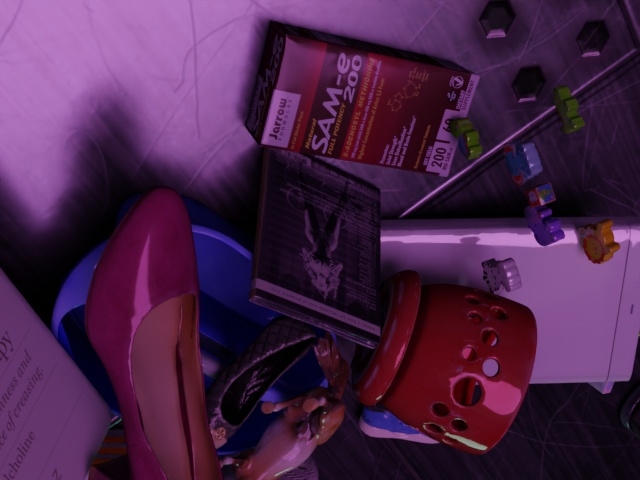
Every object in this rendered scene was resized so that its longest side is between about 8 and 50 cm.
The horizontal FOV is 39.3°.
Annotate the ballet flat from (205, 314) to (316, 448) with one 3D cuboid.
[{"bbox_3d":[-0.072,0.150,0.944,0.173,0.049,0.057,-52,132,-13],"label":"ballet flat"}]

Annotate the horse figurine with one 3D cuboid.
[{"bbox_3d":[-0.045,0.219,0.987,0.263,0.066,0.174,-48,160,7],"label":"horse figurine"}]

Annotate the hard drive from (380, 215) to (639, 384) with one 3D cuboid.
[{"bbox_3d":[0.242,0.082,1.171,0.353,0.047,0.232,-1,115,-2],"label":"hard drive"}]

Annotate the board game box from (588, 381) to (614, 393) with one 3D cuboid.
[{"bbox_3d":[0.392,0.158,1.284,0.020,0.090,0.090,-1,116,-35],"label":"board game box"}]

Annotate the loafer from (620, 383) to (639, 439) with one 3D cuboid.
[{"bbox_3d":[0.595,0.199,1.371,0.109,0.095,0.302,34,100,-29],"label":"loafer"}]

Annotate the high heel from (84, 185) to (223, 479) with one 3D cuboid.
[{"bbox_3d":[-0.123,0.145,0.842,0.127,0.181,0.377,-19,121,-53],"label":"high heel"}]

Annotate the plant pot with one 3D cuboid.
[{"bbox_3d":[0.138,0.140,1.064,0.174,0.191,0.191,19,108,-7],"label":"plant pot"}]

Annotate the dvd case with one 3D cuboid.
[{"bbox_3d":[0.000,0.000,1.018,0.165,0.221,0.018,24,139,-27],"label":"dvd case"}]

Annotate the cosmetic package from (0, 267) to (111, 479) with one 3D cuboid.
[{"bbox_3d":[-0.464,0.173,0.800,0.328,0.329,0.393,-15,123,20],"label":"cosmetic package"}]

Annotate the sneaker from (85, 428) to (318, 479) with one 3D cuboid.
[{"bbox_3d":[-0.170,0.342,1.174,0.321,0.124,0.180,6,117,-10],"label":"sneaker"}]

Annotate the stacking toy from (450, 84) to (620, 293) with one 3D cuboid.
[{"bbox_3d":[0.250,-0.058,1.058,0.167,0.052,0.221,-18,92,-23],"label":"stacking toy"}]

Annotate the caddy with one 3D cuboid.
[{"bbox_3d":[-0.142,0.104,1.024,0.341,0.179,0.241,36,98,-29],"label":"caddy"}]

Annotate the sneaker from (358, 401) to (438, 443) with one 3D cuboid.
[{"bbox_3d":[0.135,0.233,1.249,0.152,0.058,0.084,7,120,-15],"label":"sneaker"}]

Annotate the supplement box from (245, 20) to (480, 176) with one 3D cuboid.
[{"bbox_3d":[0.048,-0.159,1.026,0.240,0.073,0.130,7,112,-21],"label":"supplement box"}]
